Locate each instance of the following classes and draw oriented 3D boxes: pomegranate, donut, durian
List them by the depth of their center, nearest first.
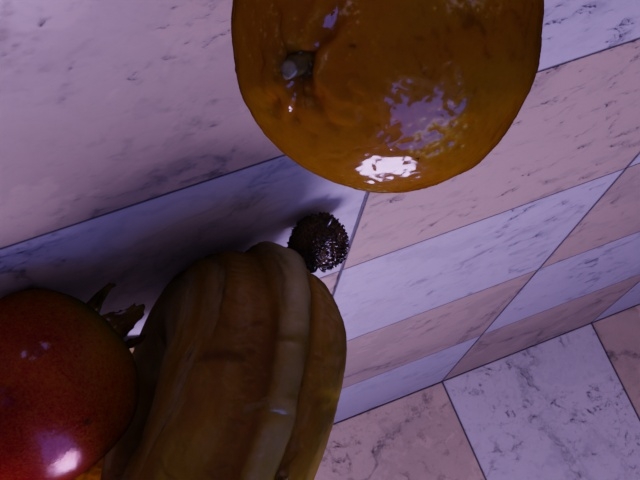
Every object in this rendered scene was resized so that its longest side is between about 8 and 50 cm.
[{"bbox_3d":[-0.296,0.152,1.187,0.256,0.221,0.221,-46,176,-30],"label":"pomegranate"},{"bbox_3d":[-0.124,0.209,1.260,0.198,0.449,0.449,20,146,-17],"label":"donut"},{"bbox_3d":[0.000,0.000,1.325,0.080,0.080,0.091,-10,147,-37],"label":"durian"}]

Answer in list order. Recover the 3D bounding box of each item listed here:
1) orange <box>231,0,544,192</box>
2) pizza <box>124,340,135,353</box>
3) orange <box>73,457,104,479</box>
[{"bbox_3d":[0.038,-0.140,0.705,0.193,0.219,0.219,2,150,-47],"label":"orange"},{"bbox_3d":[-0.287,0.159,1.517,0.100,0.029,0.099,-25,155,-2],"label":"pizza"},{"bbox_3d":[-0.387,0.336,1.454,0.312,0.312,0.312,-21,163,-7],"label":"orange"}]
